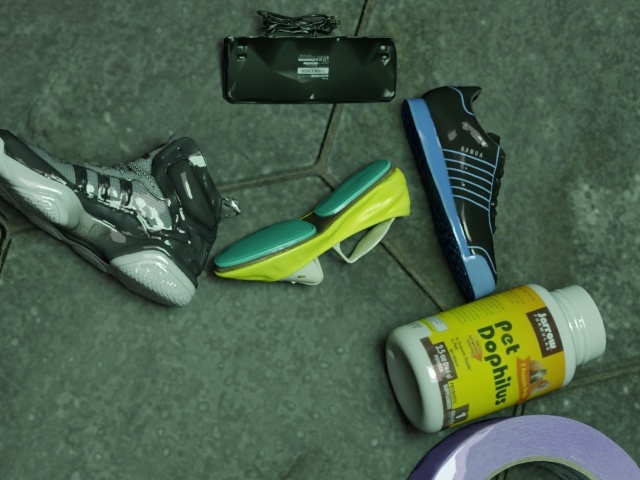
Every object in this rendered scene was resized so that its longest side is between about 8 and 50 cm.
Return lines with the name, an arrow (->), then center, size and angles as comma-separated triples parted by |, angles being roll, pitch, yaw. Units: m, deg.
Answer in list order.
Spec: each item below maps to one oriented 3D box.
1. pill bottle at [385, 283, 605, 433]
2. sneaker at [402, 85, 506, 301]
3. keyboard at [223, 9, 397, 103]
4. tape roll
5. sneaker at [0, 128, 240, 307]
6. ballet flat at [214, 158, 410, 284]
pill bottle -> 0.185, 0.117, 1.686 | 0.215, 0.117, 0.117 | -18, 87, -16
sneaker -> 0.162, -0.056, 1.723 | 0.090, 0.081, 0.232 | -16, 85, -8
keyboard -> -0.011, -0.198, 1.733 | 0.192, 0.038, 0.100 | -1, 106, -15
tape roll -> 0.216, 0.320, 1.681 | 0.274, 0.090, 0.275 | 2, 81, -14
sneaker -> -0.210, -0.060, 1.626 | 0.268, 0.101, 0.153 | 37, 75, -13
ballet flat -> 0.000, 0.000, 1.684 | 0.231, 0.077, 0.077 | -32, 113, -18
